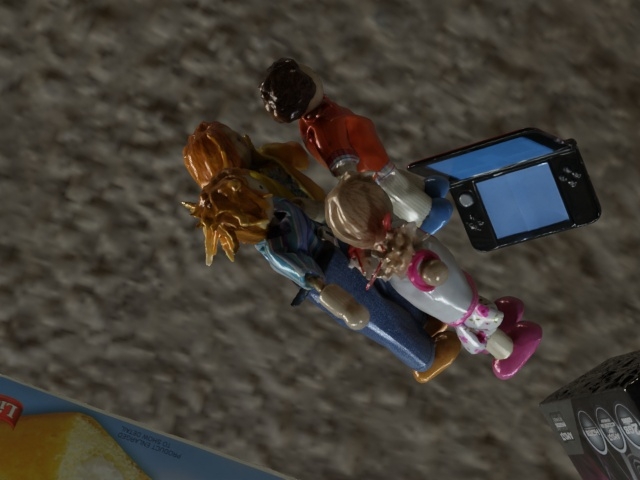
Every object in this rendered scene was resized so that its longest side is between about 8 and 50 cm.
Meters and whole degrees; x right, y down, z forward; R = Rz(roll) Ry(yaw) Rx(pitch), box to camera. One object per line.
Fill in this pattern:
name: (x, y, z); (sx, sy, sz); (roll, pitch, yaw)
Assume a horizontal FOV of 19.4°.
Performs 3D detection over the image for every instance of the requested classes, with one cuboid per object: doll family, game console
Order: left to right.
doll family: (0.000, 0.000, 1.011); (0.118, 0.163, 0.263); (-47, 26, 10)
game console: (0.176, -0.046, 1.787); (0.144, 0.085, 0.124); (-16, 103, 32)

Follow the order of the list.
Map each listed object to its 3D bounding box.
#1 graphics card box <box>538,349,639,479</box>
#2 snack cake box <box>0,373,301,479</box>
graphics card box: (0.339, 0.262, 1.536); (0.094, 0.233, 0.371); (-30, 89, -13)
snack cake box: (-0.072, 0.154, 0.798); (0.264, 0.152, 0.089); (19, 56, 3)
